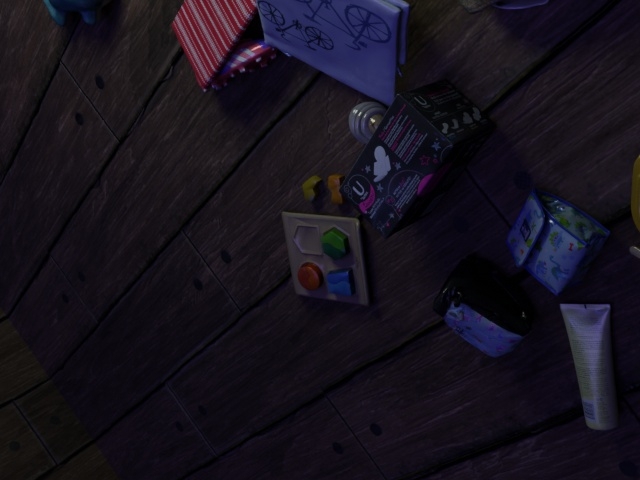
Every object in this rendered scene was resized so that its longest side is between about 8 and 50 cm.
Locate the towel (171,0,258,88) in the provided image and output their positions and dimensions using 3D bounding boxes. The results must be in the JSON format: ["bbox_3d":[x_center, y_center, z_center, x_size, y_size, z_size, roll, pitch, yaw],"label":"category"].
[{"bbox_3d":[-0.213,-0.482,1.593,0.275,0.031,0.199,-47,61,39],"label":"towel"}]

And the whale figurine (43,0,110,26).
[{"bbox_3d":[-0.612,-0.614,1.831,0.272,0.141,0.216,-20,99,44],"label":"whale figurine"}]

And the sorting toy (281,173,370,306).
[{"bbox_3d":[0.000,0.000,1.712,0.229,0.041,0.307,8,117,37],"label":"sorting toy"}]

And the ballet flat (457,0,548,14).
[{"bbox_3d":[0.356,-0.420,1.162,0.348,0.123,0.123,-1,111,39],"label":"ballet flat"}]

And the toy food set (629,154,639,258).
[{"bbox_3d":[0.564,-0.059,1.203,0.128,0.071,0.218,31,131,55],"label":"toy food set"}]

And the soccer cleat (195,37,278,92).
[{"bbox_3d":[-0.190,-0.397,1.641,0.248,0.083,0.095,-15,97,46],"label":"soccer cleat"}]

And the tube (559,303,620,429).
[{"bbox_3d":[0.506,0.229,1.406,0.070,0.062,0.240,-14,101,-2],"label":"tube"}]

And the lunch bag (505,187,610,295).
[{"bbox_3d":[0.406,-0.002,1.344,0.151,0.096,0.129,46,138,31],"label":"lunch bag"}]

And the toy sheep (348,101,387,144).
[{"bbox_3d":[0.096,-0.228,1.486,0.132,0.091,0.091,33,136,60],"label":"toy sheep"}]

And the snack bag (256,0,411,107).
[{"bbox_3d":[0.015,-0.385,1.363,0.323,0.037,0.342,30,167,13],"label":"snack bag"}]

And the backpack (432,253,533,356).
[{"bbox_3d":[0.315,0.134,1.465,0.182,0.152,0.115,35,137,5],"label":"backpack"}]

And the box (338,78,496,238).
[{"bbox_3d":[0.174,-0.152,1.404,0.142,0.163,0.247,47,133,15],"label":"box"}]
